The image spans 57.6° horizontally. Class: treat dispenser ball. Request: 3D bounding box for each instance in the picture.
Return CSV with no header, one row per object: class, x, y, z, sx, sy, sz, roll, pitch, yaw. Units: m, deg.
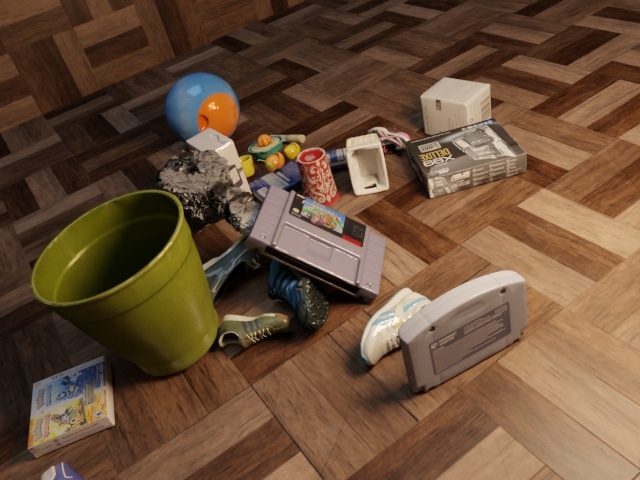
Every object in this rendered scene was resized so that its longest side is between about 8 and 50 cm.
treat dispenser ball,-0.458,-0.506,2.267,0.288,0.288,0.288,-10,38,8

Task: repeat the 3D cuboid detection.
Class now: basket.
basket,0.146,-0.243,1.834,0.113,0.167,0.103,-10,33,7

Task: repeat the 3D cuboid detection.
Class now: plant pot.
plant pot,-0.422,0.130,1.397,0.366,0.353,0.367,-13,40,11

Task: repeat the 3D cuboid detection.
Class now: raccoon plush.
raccoon plush,-0.330,-0.053,1.710,0.216,0.299,0.446,-22,50,-21

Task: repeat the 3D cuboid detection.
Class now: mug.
mug,-0.027,-0.199,1.833,0.150,0.169,0.113,17,49,35

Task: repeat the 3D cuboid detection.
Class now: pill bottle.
pill bottle,0.064,-0.277,1.982,0.120,0.067,0.067,-10,38,6

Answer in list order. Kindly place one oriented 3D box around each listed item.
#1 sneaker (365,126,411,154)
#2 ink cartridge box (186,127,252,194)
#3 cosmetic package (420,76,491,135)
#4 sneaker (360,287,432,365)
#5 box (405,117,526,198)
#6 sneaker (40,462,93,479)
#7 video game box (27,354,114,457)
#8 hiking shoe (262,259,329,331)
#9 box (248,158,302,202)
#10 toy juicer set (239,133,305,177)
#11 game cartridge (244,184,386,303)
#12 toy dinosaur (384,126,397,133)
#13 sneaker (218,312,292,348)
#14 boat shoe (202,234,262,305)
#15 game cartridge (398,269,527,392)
sneaker,0.222,-0.338,2.007,0.178,0.072,0.077,14,57,40
ink cartridge box,-0.330,-0.228,1.917,0.100,0.237,0.172,-33,41,-22
cosmetic package,0.464,-0.447,1.987,0.183,0.151,0.151,22,51,39
sneaker,0.175,0.201,1.334,0.092,0.087,0.228,22,53,36
box,0.447,-0.261,1.823,0.307,0.077,0.242,-15,38,0
sneaker,-0.378,0.525,1.105,0.182,0.128,0.315,-35,49,-29
video game box,-0.595,0.391,1.395,0.187,0.048,0.205,-24,38,-6
hiking shoe,-0.067,0.136,1.505,0.132,0.113,0.304,-35,36,12
box,-0.123,-0.203,1.979,0.225,0.037,0.136,-31,40,-18
toy juicer set,-0.163,-0.346,2.098,0.209,0.090,0.329,-5,32,25
game cartridge,0.000,0.000,1.510,0.355,0.068,0.230,25,45,-9
toy dinosaur,0.234,-0.371,2.066,0.082,0.047,0.090,-21,45,23
sneaker,-0.167,0.231,1.437,0.192,0.064,0.086,-3,44,20
boat shoe,-0.217,0.066,1.636,0.319,0.116,0.099,-37,62,-24
game cartridge,0.301,0.184,1.222,0.294,0.196,0.060,-25,39,-13
